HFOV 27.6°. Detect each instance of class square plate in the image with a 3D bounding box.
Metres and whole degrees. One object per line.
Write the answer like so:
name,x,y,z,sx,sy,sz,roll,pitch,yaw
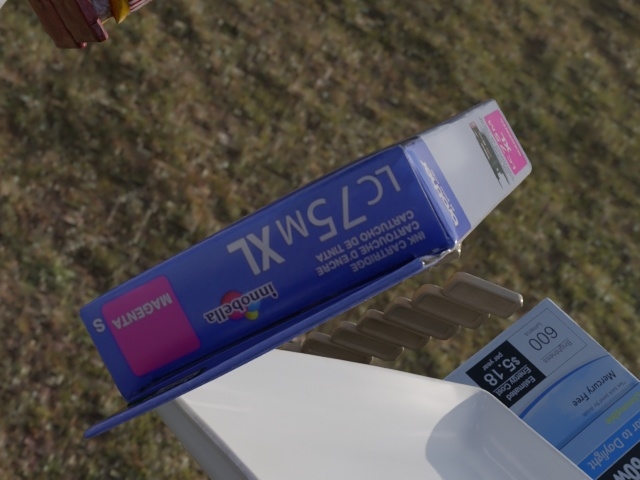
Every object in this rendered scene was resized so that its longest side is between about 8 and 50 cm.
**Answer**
square plate,0.089,0.177,0.721,0.344,0.049,0.347,14,20,-44

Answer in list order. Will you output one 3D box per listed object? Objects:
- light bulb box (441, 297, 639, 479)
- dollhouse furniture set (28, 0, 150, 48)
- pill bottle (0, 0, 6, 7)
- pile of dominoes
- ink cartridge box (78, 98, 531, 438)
light bulb box,0.250,0.330,1.489,0.358,0.225,0.361,-36,65,-24
dollhouse furniture set,-0.238,-0.383,1.212,0.374,0.201,0.152,61,-21,-17
pill bottle,-0.172,-0.094,0.352,0.160,0.160,0.283,28,41,-3
pile of dominoes,0.011,0.028,1.022,0.196,0.251,0.040,34,50,-28
ink cartridge box,0.000,0.000,0.691,0.065,0.185,0.311,62,20,-4
